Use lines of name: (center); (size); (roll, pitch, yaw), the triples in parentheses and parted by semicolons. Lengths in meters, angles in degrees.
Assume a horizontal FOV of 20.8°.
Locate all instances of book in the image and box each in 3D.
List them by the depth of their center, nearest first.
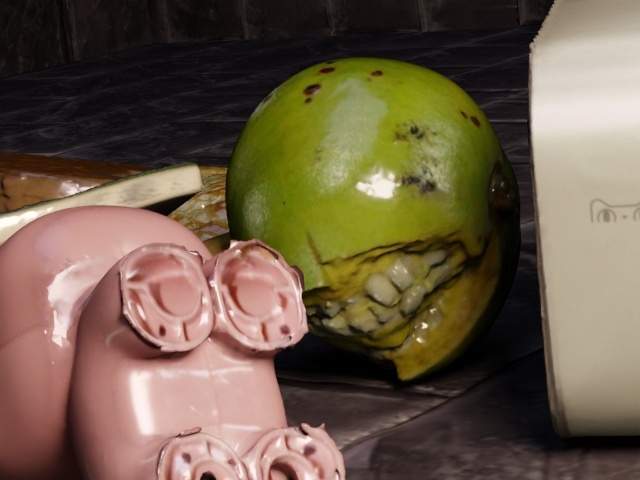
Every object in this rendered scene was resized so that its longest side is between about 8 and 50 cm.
book: (-0.268, 0.026, 1.382); (0.260, 0.043, 0.371); (-16, -6, -26)

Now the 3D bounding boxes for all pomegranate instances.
pomegranate: (0.000, 0.000, 1.264); (0.301, 0.236, 0.236); (-24, 6, 19)

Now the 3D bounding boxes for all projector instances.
projector: (0.266, -0.025, 1.072); (0.249, 0.249, 0.248); (-3, 19, 15)

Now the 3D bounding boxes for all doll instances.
doll: (-0.137, 0.098, 1.029); (0.284, 0.216, 0.268); (4, -23, -41)

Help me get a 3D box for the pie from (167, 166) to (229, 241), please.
pie: (-0.060, -0.015, 1.648); (0.201, 0.090, 0.248); (4, 13, 1)

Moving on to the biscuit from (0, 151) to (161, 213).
biscuit: (-0.302, -0.047, 1.827); (0.368, 0.076, 0.394); (7, 4, 6)
